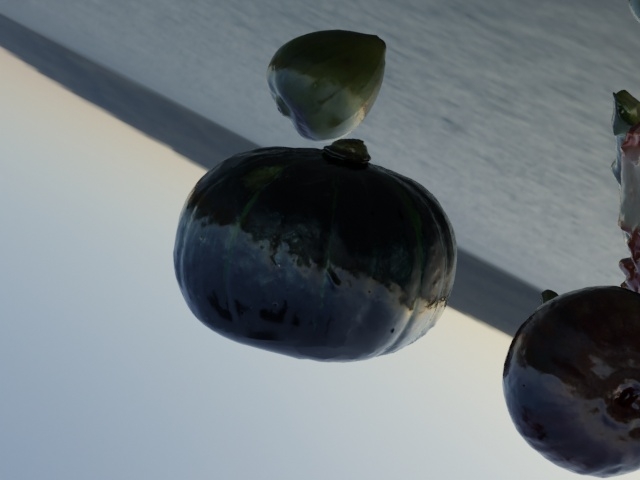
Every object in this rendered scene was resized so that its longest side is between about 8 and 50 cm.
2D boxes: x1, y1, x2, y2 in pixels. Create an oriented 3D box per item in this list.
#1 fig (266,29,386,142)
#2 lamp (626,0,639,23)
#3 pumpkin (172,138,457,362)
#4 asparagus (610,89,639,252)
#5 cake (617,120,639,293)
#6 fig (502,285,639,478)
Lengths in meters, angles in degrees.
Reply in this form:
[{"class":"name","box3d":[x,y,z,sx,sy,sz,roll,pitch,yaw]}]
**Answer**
[{"class":"fig","box3d":[0.021,-0.294,1.650,0.203,0.225,0.203,55,180,0]},{"class":"lamp","box3d":[0.353,-0.203,0.827,0.163,0.091,0.091,56,-167,19]},{"class":"pumpkin","box3d":[0.000,0.000,1.015,0.315,0.238,0.315,9,-169,-2]},{"class":"asparagus","box3d":[0.448,-0.093,1.259,0.085,0.082,0.343,0,144,22]},{"class":"cake","box3d":[0.416,0.033,0.726,0.270,0.319,0.270,-12,-174,-7]},{"class":"fig","box3d":[0.125,0.060,0.446,0.089,0.089,0.125,27,-175,-8]}]
